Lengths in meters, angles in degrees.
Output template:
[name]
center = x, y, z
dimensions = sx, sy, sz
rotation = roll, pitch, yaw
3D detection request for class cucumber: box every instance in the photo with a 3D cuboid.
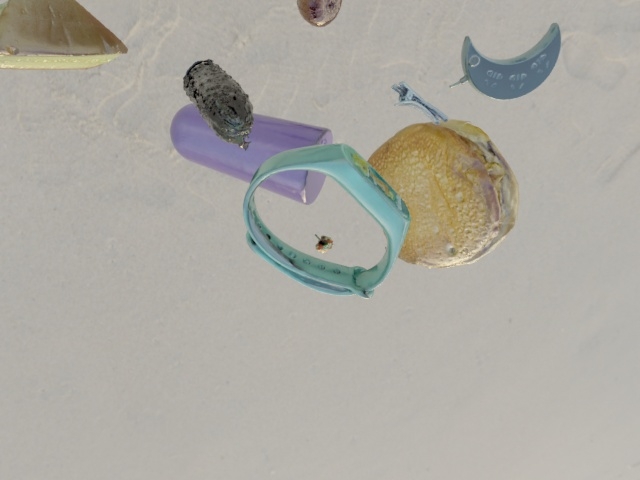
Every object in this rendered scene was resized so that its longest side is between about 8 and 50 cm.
[cucumber]
center = -0.097, -0.134, 0.507
dimensions = 0.053, 0.181, 0.053
rotation = -11, 121, -18

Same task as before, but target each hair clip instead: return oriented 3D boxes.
[hair clip]
center = 0.163, -0.218, 0.881
dimensions = 0.115, 0.030, 0.039
rotation = 22, 80, -30

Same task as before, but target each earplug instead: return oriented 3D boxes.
[earplug]
center = -0.207, -0.259, 1.479
dimensions = 0.456, 0.215, 0.215
rotation = 17, 138, 12

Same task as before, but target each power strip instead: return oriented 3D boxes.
[power strip]
center = 0.355, -0.341, 1.037
dimensions = 0.216, 0.044, 0.137
rotation = -10, 123, 1

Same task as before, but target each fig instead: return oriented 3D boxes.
[fig]
center = -0.039, -0.766, 1.678
dimensions = 0.146, 0.201, 0.133
rotation = -39, 153, -40

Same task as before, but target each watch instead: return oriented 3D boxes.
[watch]
center = 0.011, -0.020, 0.712
dimensions = 0.237, 0.068, 0.195
rotation = 41, 117, -21

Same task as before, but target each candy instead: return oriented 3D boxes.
[candy]
center = 0.000, 0.000, 1.606
dimensions = 0.056, 0.184, 0.049
rotation = -27, 104, -4

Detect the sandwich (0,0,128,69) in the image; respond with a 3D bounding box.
[sandwich]
center = -0.429, -0.312, 0.814
dimensions = 0.094, 0.096, 0.258
rotation = -16, -173, 31

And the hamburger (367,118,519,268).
[hamburger]
center = 0.223, -0.081, 1.042
dimensions = 0.170, 0.289, 0.314
rotation = -23, 174, -42
